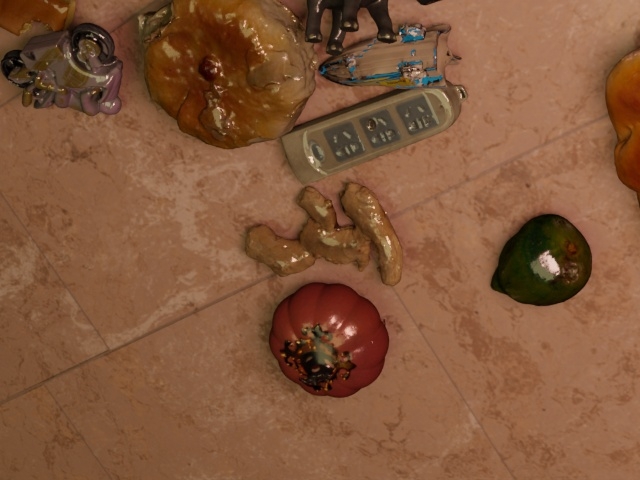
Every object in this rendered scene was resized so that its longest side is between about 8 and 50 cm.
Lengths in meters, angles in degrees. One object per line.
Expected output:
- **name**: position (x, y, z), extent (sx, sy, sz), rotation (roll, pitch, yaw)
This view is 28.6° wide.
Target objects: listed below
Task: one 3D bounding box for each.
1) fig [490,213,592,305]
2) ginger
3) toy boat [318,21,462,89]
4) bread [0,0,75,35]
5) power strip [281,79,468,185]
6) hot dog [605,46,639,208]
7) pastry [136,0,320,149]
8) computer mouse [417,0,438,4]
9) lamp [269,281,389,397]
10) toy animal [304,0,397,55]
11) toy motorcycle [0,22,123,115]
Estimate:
- **fig**: position (0.278, 0.042, 1.680), extent (0.117, 0.117, 0.177), rotation (51, 136, -6)
- **ginger**: position (0.001, -0.015, 1.807), extent (0.258, 0.065, 0.149), rotation (5, 105, 30)
- **toy boat**: position (0.082, -0.236, 1.648), extent (0.210, 0.066, 0.084), rotation (-2, 80, 36)
- **bread**: position (-0.465, -0.361, 1.850), extent (0.226, 0.049, 0.088), rotation (28, 124, 9)
- **power strip**: position (0.070, -0.150, 1.707), extent (0.286, 0.048, 0.080), rotation (-18, 108, 30)
- **hot dog**: position (0.518, -0.112, 1.429), extent (0.365, 0.196, 0.367), rotation (-17, 105, 35)
- **pastry**: position (-0.130, -0.234, 1.712), extent (0.257, 0.121, 0.236), rotation (-20, 106, 33)
- **computer mouse**: position (0.186, -0.338, 1.516), extent (0.192, 0.106, 0.062), rotation (-18, 95, 38)
- **lamp**: position (0.009, 0.150, 1.839), extent (0.182, 0.140, 0.182), rotation (9, 117, 18)
- **toy animal**: position (0.061, -0.312, 1.546), extent (0.269, 0.082, 0.137), rotation (-16, 65, 55)
- **toy motorcycle**: position (-0.360, -0.238, 1.842), extent (0.225, 0.073, 0.152), rotation (-12, 130, 37)
